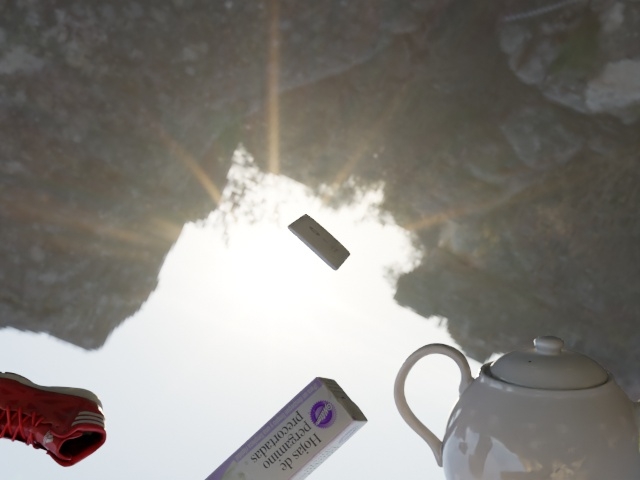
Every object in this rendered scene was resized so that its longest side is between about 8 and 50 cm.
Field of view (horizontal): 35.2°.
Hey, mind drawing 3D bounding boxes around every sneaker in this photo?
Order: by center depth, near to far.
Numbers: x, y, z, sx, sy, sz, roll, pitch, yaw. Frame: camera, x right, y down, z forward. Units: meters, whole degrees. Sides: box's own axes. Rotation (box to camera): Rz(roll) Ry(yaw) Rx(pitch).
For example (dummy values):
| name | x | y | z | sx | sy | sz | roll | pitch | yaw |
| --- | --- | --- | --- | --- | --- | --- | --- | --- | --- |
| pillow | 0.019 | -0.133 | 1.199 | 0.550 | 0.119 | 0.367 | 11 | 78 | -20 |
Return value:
| name | x | y | z | sx | sy | sz | roll | pitch | yaw |
| --- | --- | --- | --- | --- | --- | --- | --- | --- | --- |
| sneaker | -0.379 | 0.230 | 1.295 | 0.221 | 0.087 | 0.128 | 4 | -169 | -24 |

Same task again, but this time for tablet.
| name | x | y | z | sx | sy | sz | roll | pitch | yaw |
| --- | --- | --- | --- | --- | --- | --- | --- | --- | --- |
| tablet | 0.000 | 0.000 | 0.839 | 0.054 | 0.006 | 0.083 | 42 | -168 | 1 |

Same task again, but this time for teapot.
| name | x | y | z | sx | sy | sz | roll | pitch | yaw |
| --- | --- | --- | --- | --- | --- | --- | --- | --- | --- |
| teapot | 0.255 | 0.203 | 1.173 | 0.255 | 0.187 | 0.252 | -5 | -172 | -29 |

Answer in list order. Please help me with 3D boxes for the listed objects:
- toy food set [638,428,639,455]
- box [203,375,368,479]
| name | x | y | z | sx | sy | sz | roll | pitch | yaw |
| --- | --- | --- | --- | --- | --- | --- | --- | --- | --- |
| toy food set | 0.372 | 0.147 | 0.818 | 0.071 | 0.217 | 0.128 | 86 | 169 | -59 |
| box | -0.092 | 0.276 | 1.082 | 0.063 | 0.324 | 0.067 | 49 | -175 | 19 |
